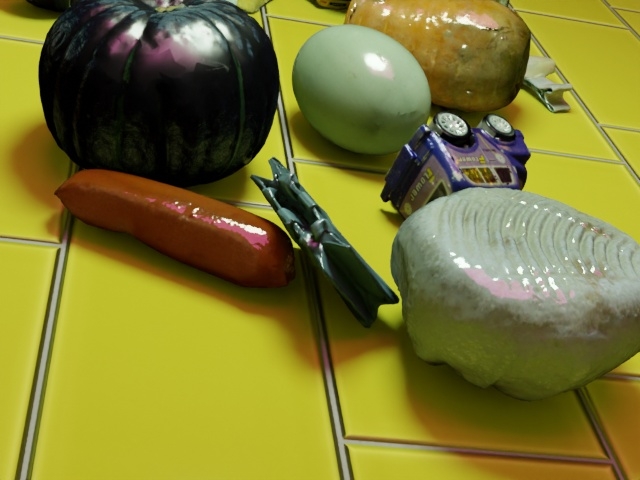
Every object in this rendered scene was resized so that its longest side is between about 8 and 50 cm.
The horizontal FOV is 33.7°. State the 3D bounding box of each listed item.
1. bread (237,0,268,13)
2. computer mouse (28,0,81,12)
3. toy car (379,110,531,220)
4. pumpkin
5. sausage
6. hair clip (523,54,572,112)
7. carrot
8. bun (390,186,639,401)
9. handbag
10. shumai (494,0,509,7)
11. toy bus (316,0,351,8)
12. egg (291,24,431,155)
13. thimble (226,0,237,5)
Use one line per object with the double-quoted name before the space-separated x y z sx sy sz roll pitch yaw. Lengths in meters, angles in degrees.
"bread" -0.162 -0.646 2.283 0.168 0.264 0.163 25 34 7
"computer mouse" -0.517 -0.504 2.070 0.137 0.096 0.233 24 28 8
"toy car" 0.227 -0.087 1.631 0.235 0.172 0.158 -6 52 -34
"pumpkin" -0.238 -0.234 1.572 0.363 0.266 0.363 6 31 -4
"sausage" -0.191 -0.024 1.406 0.348 0.094 0.097 21 8 11
"hair clip" 0.438 -0.342 2.218 0.159 0.071 0.218 -5 31 -24
"carrot" 0.224 -0.370 2.030 0.341 0.224 0.224 15 30 14
"bun" 0.255 0.072 1.331 0.355 0.194 0.354 9 30 -5
"handbag" 0.000 0.000 1.379 0.062 0.179 0.229 -40 45 1
"shumai" 0.270 -0.499 2.246 0.222 0.225 0.260 9 47 -10
"toy bus" 0.011 -0.638 2.445 0.145 0.151 0.331 -3 32 -36
"egg" 0.066 -0.255 1.784 0.203 0.203 0.283 -14 43 -38
"thimble" -0.240 -0.446 2.012 0.149 0.185 0.211 2 67 -16
